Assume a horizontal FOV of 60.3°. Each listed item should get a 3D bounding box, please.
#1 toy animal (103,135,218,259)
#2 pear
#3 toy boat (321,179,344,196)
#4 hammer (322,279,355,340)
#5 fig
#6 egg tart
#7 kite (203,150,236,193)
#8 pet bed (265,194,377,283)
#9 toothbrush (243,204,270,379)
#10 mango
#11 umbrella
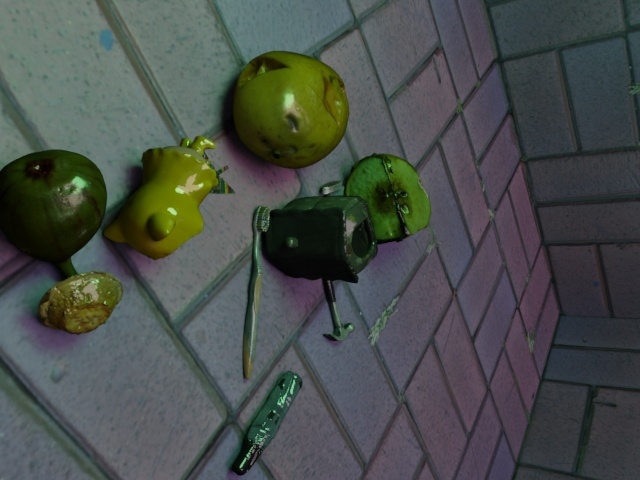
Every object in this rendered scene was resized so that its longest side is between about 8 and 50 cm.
[{"bbox_3d":[-0.259,-0.083,0.949,0.156,0.156,0.229,46,52,-40],"label":"toy animal"},{"bbox_3d":[0.192,-0.123,1.529,0.255,0.164,0.238,-22,95,-56],"label":"pear"},{"bbox_3d":[0.036,-0.090,1.431,0.096,0.034,0.122,-29,119,-49],"label":"toy boat"},{"bbox_3d":[0.025,0.141,1.399,0.103,0.029,0.246,-29,109,-50],"label":"hammer"},{"bbox_3d":[-0.391,-0.014,0.829,0.151,0.152,0.259,-51,160,-41],"label":"fig"},{"bbox_3d":[-0.359,0.100,0.835,0.129,0.049,0.128,-28,148,-19],"label":"egg tart"},{"bbox_3d":[-0.215,-0.129,1.122,0.090,0.004,0.122,-56,129,-37],"label":"kite"},{"bbox_3d":[0.000,0.000,1.217,0.159,0.211,0.183,-45,130,-49],"label":"pet bed"},{"bbox_3d":[-0.140,0.108,1.185,0.028,0.037,0.374,11,82,-48],"label":"toothbrush"},{"bbox_3d":[-0.051,-0.295,1.221,0.365,0.182,0.252,-44,119,-57],"label":"mango"},{"bbox_3d":[-0.112,0.386,1.184,0.250,0.052,0.053,-53,128,-40],"label":"umbrella"}]
